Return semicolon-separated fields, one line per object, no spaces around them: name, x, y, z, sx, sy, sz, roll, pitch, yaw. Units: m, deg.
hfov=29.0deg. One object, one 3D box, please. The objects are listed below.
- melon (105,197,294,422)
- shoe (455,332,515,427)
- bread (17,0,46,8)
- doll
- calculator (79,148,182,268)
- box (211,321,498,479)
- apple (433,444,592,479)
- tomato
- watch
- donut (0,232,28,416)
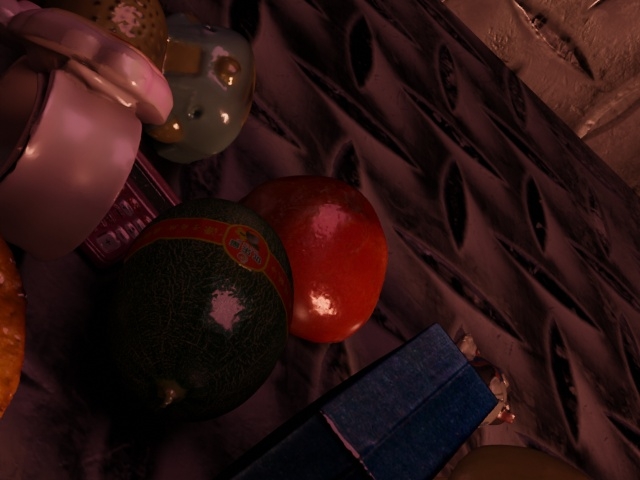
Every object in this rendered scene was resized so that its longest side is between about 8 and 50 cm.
melon;-0.117;0.069;1.209;0.182;0.182;0.288;40;30;-21
shoe;0.187;0.208;1.605;0.125;0.099;0.227;48;22;0
bread;-0.437;-0.393;1.393;0.380;0.109;0.185;29;25;-40
doll;-0.209;-0.206;1.432;0.260;0.161;0.177;22;69;-34
calculator;-0.224;-0.041;1.353;0.127;0.034;0.190;53;31;2
box;-0.003;0.214;1.106;0.116;0.261;0.279;52;26;8
apple;0.168;0.345;1.186;0.292;0.292;0.254;40;47;-21
tomato;0.000;0.000;1.535;0.200;0.139;0.233;26;35;-30
watch;-0.275;-0.108;1.182;0.211;0.218;0.248;33;-8;-33
donut;-0.365;0.050;0.919;0.303;0.110;0.303;35;32;-26
